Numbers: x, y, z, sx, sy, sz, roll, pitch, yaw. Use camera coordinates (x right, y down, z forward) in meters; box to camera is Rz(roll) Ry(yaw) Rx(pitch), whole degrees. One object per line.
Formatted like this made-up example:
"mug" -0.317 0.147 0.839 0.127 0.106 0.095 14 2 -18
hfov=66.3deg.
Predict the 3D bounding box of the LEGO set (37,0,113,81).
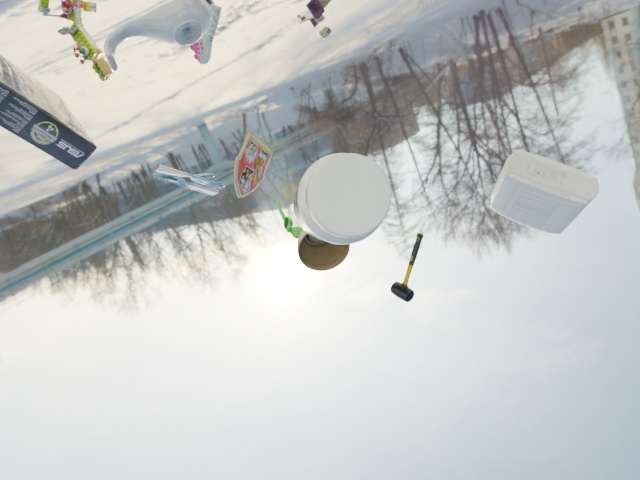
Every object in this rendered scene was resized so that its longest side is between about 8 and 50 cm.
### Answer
"LEGO set" -0.620 -0.545 1.227 0.132 0.286 0.107 6 -158 21

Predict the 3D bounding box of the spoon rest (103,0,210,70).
"spoon rest" -0.399 -0.511 1.200 0.277 0.084 0.137 -29 164 -15

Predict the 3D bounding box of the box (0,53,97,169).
"box" -0.767 -0.370 1.177 0.097 0.395 0.318 -48 -121 0

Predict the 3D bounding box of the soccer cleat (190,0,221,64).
"soccer cleat" -0.478 -0.908 2.046 0.143 0.330 0.116 -1 -154 7

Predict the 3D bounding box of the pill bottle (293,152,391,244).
"pill bottle" 0.043 -0.093 1.153 0.204 0.204 0.361 -24 -177 -5

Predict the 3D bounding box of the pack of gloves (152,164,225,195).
"pack of gloves" -0.450 -0.219 1.686 0.232 0.046 0.195 16 170 -27

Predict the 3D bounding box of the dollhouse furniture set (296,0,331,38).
"dollhouse furniture set" 0.001 -0.563 1.202 0.081 0.091 0.114 13 -119 52

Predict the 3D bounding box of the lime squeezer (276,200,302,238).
"lime squeezer" -0.105 -0.069 2.094 0.110 0.310 0.058 -40 158 -35

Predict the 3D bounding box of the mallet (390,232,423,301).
"mallet" 0.234 0.068 1.320 0.039 0.189 0.062 -1 -165 -42

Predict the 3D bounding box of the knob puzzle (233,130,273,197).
"knob puzzle" -0.212 -0.222 1.539 0.030 0.213 0.213 20 -146 20

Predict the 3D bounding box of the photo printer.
"photo printer" 0.663 -0.132 1.500 0.256 0.307 0.107 24 -104 16

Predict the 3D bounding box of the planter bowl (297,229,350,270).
"planter bowl" 0.000 0.000 1.529 0.162 0.162 0.109 -23 -148 0
